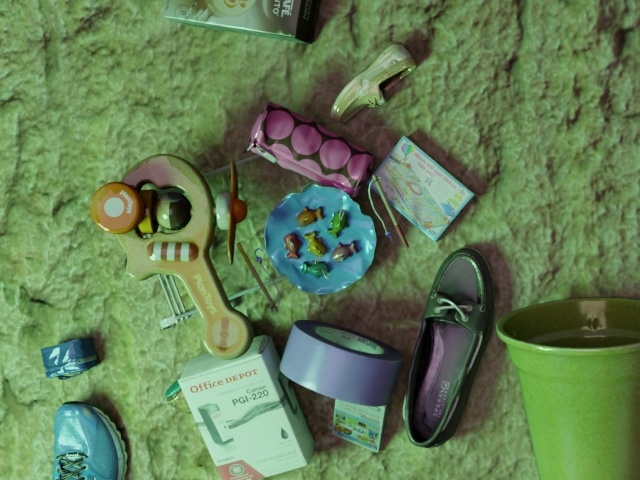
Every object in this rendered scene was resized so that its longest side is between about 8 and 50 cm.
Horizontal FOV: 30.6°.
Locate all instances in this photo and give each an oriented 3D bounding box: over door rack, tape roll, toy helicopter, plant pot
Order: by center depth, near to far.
[{"bbox_3d":[0.412,0.242,1.766,0.276,0.276,0.254,-2,102,17],"label":"plant pot"},{"bbox_3d":[-0.196,0.021,1.887,0.235,0.140,0.355,-27,85,1],"label":"toy helicopter"},{"bbox_3d":[0.034,0.198,1.901,0.189,0.189,0.080,20,98,16],"label":"tape roll"},{"bbox_3d":[-0.159,-0.009,2.011,0.324,0.108,0.240,-22,85,2],"label":"over door rack"}]

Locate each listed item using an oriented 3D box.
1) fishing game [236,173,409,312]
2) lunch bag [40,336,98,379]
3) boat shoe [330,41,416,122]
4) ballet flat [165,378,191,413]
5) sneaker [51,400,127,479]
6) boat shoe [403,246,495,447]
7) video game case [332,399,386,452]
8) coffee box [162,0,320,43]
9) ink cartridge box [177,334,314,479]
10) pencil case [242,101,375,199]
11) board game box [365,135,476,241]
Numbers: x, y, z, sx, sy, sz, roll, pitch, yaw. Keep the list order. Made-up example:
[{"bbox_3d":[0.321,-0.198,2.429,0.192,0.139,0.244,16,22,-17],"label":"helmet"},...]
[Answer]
[{"bbox_3d":[0.000,0.000,1.908,0.264,0.041,0.189,-23,103,8],"label":"fishing game"},{"bbox_3d":[-0.457,0.217,2.117,0.098,0.067,0.065,-16,86,18],"label":"lunch bag"},{"bbox_3d":[0.088,-0.251,1.940,0.170,0.063,0.059,-45,73,12],"label":"boat shoe"},{"bbox_3d":[-0.180,0.229,2.042,0.206,0.073,0.067,-40,107,17],"label":"ballet flat"},{"bbox_3d":[-0.422,0.449,2.071,0.129,0.147,0.330,-9,88,17],"label":"sneaker"},{"bbox_3d":[0.208,0.178,1.895,0.112,0.095,0.335,14,95,17],"label":"boat shoe"},{"bbox_3d":[0.064,0.298,1.949,0.087,0.011,0.122,20,135,15],"label":"video game case"},{"bbox_3d":[-0.129,-0.423,1.984,0.246,0.098,0.141,11,95,17],"label":"coffee box"},{"bbox_3d":[-0.123,0.287,1.966,0.158,0.092,0.218,-19,103,12],"label":"ink cartridge box"},{"bbox_3d":[-0.017,-0.141,1.925,0.209,0.098,0.095,24,128,-6],"label":"pencil case"},{"bbox_3d":[0.166,-0.085,1.938,0.154,0.026,0.103,42,102,12],"label":"board game box"}]
